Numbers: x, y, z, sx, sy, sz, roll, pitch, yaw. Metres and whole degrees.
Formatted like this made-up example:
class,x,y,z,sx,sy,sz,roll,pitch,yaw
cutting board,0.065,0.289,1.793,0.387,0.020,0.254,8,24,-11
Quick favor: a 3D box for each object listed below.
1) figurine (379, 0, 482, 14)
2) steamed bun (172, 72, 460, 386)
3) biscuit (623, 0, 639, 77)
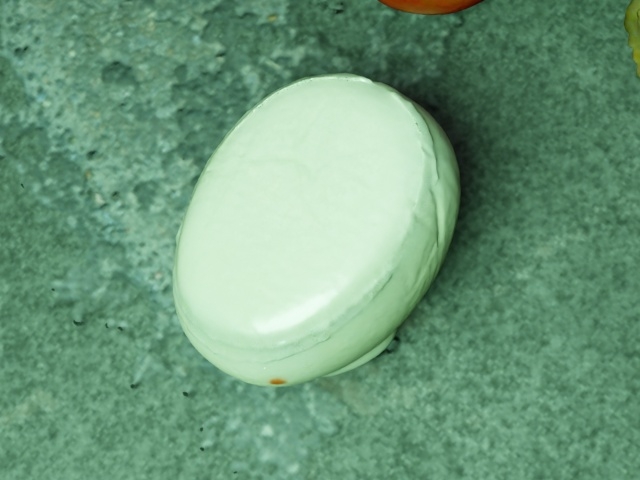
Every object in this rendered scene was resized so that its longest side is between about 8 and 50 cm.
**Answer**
class,x,y,z,sx,sy,sz,roll,pitch,yaw
figurine,0.188,-0.289,0.980,0.211,0.261,0.269,24,75,-13
steamed bun,0.000,0.000,0.946,0.177,0.130,0.228,28,80,26
biscuit,0.358,-0.105,0.987,0.232,0.013,0.236,-12,72,5
